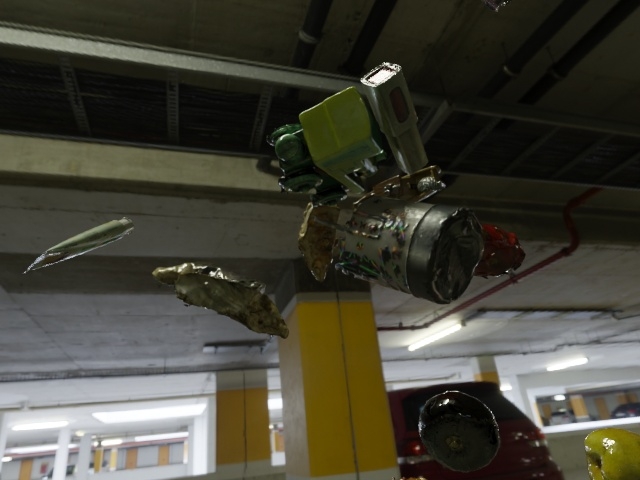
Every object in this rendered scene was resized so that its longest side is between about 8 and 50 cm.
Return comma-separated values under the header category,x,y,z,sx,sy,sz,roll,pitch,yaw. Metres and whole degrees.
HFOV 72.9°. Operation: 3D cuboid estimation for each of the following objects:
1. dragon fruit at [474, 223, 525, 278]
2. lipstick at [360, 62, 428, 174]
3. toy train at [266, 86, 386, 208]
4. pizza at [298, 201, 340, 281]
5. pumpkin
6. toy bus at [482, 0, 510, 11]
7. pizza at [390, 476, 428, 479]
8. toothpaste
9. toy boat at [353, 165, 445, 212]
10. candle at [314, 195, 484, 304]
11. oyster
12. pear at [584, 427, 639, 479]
category,x,y,z,sx,sy,sz,roll,pitch,yaw
dragon fruit,0.348,-0.002,1.002,0.246,0.125,0.125,36,-14,-1
lipstick,0.176,-0.268,0.987,0.079,0.077,0.252,-36,-49,-6
toy train,0.040,-0.187,0.989,0.237,0.150,0.369,-20,-10,17
pizza,0.000,0.000,1.584,0.071,0.296,0.189,5,-9,41
pumpkin,0.415,0.570,1.302,0.233,0.233,0.163,-19,-7,26
toy bus,0.385,-0.517,0.858,0.131,0.052,0.037,-41,-7,21
pizza,0.133,0.502,0.801,0.056,0.134,0.271,33,-38,2
toothpaste,-0.550,0.001,1.021,0.056,0.058,0.314,11,19,9
toy boat,0.228,-0.142,1.330,0.321,0.089,0.121,-19,-14,41
candle,0.138,0.002,0.863,0.330,0.187,0.187,15,-7,40
oyster,-0.218,0.122,1.011,0.341,0.110,0.166,20,-1,26
pear,0.816,0.605,1.156,0.200,0.199,0.200,-5,-25,-2
